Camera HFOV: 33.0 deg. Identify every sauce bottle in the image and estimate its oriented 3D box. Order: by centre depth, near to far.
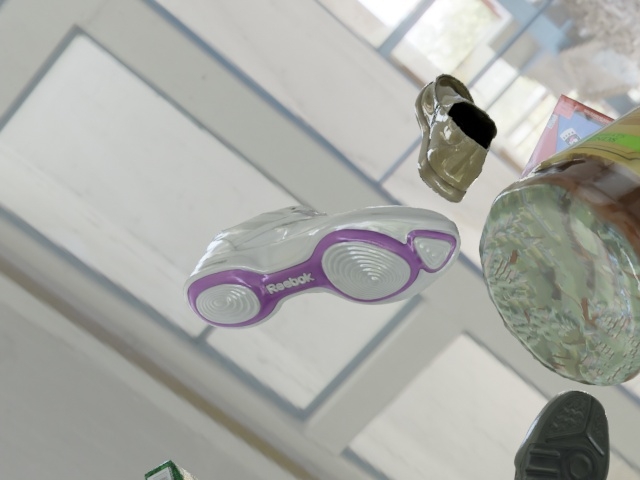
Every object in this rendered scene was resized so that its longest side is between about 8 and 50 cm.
[{"bbox_3d":[0.233,-0.045,0.583,0.344,0.111,0.111,-28,-114,-34],"label":"sauce bottle"}]

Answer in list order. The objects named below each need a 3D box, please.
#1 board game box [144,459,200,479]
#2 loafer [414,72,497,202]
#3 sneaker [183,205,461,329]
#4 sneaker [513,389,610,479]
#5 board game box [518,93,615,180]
[{"bbox_3d":[-0.048,0.279,0.857,0.260,0.030,0.136,51,-166,-49],"label":"board game box"},{"bbox_3d":[0.104,-0.083,0.802,0.056,0.050,0.148,35,-148,-22],"label":"loafer"},{"bbox_3d":[0.000,0.000,1.166,0.152,0.305,0.114,-76,-29,-53],"label":"sneaker"},{"bbox_3d":[0.191,0.243,0.988,0.087,0.227,0.130,13,177,-13],"label":"sneaker"},{"bbox_3d":[0.303,-0.063,1.191,0.027,0.145,0.281,19,-166,-20],"label":"board game box"}]
